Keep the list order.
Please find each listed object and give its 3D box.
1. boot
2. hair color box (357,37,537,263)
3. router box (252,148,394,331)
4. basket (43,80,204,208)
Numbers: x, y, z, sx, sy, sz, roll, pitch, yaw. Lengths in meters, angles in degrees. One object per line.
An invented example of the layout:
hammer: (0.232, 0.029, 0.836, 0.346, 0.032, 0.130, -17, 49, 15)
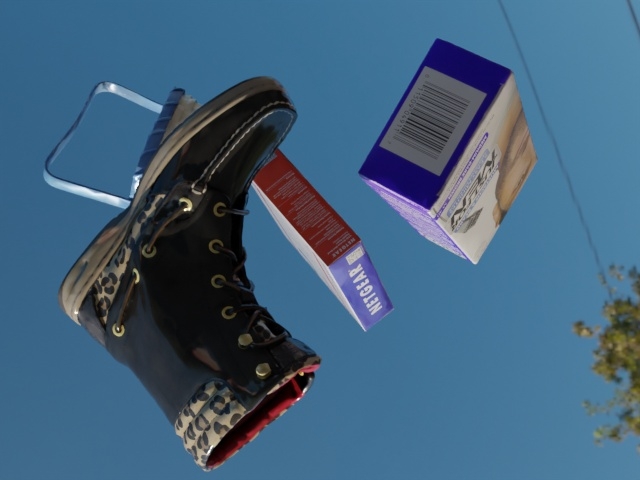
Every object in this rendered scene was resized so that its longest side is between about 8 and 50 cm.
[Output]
boot: (-0.099, 0.039, 0.929, 0.284, 0.377, 0.138, 49, -166, 21)
hair color box: (0.178, -0.097, 1.087, 0.185, 0.110, 0.339, -60, -20, 0)
router box: (0.000, 0.000, 1.720, 0.082, 0.301, 0.335, -38, -30, -5)
basket: (-0.293, -0.141, 1.449, 0.289, 0.201, 0.254, 24, -130, -7)
